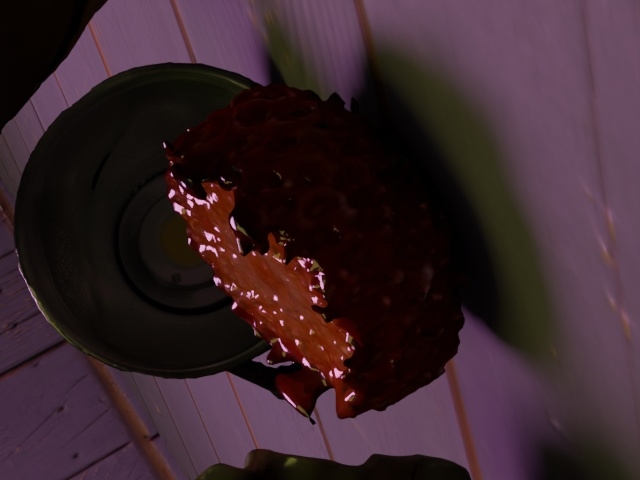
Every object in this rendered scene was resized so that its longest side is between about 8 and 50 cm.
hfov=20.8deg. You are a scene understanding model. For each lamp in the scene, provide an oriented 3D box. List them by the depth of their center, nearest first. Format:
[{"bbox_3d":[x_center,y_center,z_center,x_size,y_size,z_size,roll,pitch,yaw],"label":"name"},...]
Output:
[{"bbox_3d":[-0.059,0.009,0.898,0.172,0.147,0.227,37,175,5],"label":"lamp"}]

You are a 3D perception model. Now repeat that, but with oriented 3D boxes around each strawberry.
[{"bbox_3d":[0.000,0.000,0.679,0.145,0.086,0.145,58,170,16],"label":"strawberry"}]

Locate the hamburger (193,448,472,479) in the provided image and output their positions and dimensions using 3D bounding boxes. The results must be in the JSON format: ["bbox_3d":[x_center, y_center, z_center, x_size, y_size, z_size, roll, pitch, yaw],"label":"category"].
[{"bbox_3d":[0.002,0.217,0.723,0.274,0.274,0.212,66,168,-23],"label":"hamburger"}]

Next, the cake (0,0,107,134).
[{"bbox_3d":[-0.178,-0.171,0.849,0.185,0.208,0.178,27,-152,-3],"label":"cake"}]
